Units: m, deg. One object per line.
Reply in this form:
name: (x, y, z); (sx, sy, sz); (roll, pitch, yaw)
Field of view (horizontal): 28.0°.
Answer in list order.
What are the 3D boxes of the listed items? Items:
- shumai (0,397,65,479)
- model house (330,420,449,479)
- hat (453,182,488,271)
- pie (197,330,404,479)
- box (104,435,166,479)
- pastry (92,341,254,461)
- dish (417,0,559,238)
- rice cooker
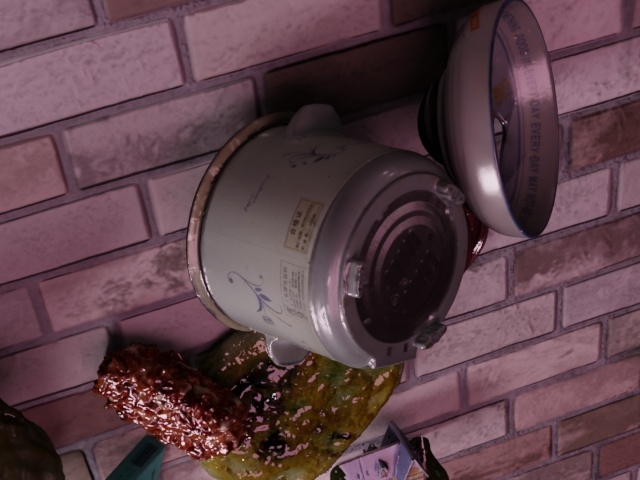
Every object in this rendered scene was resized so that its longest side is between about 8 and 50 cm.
shumai: (-0.483, 0.355, 1.518); (0.397, 0.324, 0.323); (-1, 147, -1)
model house: (0.097, 0.322, 1.872); (0.167, 0.117, 0.088); (-16, 130, -10)
hat: (0.133, 0.014, 1.650); (0.205, 0.089, 0.205); (-13, 132, -15)
pie: (-0.041, 0.220, 1.756); (0.323, 0.070, 0.323); (-12, 130, -14)
box: (-0.288, 0.385, 1.697); (0.041, 0.229, 0.162); (25, 123, 12)
pastry: (-0.189, 0.201, 1.628); (0.208, 0.097, 0.115); (31, 117, -12)
dish: (0.179, -0.136, 1.483); (0.133, 0.273, 0.273); (-3, 140, 27)
rice cooker: (0.000, 0.000, 1.448); (0.264, 0.316, 0.317); (-12, 135, -46)
